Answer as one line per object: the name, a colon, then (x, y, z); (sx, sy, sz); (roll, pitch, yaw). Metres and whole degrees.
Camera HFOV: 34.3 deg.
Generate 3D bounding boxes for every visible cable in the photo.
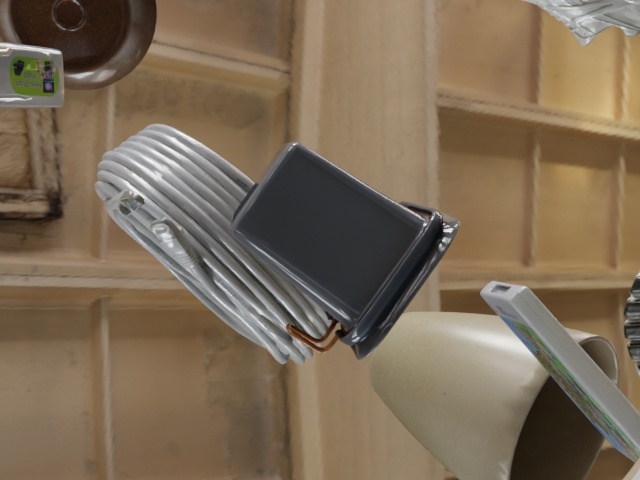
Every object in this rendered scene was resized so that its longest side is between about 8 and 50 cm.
cable: (-0.091, 0.004, 0.930); (0.089, 0.257, 0.257); (-49, -60, -10)

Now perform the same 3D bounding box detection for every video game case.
video game case: (0.234, 0.124, 0.949); (0.023, 0.193, 0.212); (-42, -92, 1)
video game case: (-0.411, -0.145, 0.936); (0.244, 0.269, 0.061); (-21, -70, -74)

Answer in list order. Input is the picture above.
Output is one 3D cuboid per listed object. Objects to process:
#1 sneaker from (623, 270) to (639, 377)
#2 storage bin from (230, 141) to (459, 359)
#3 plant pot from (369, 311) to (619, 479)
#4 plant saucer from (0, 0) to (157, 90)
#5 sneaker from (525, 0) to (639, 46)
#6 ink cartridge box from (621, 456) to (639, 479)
sneaker: (0.266, 0.076, 0.735); (0.094, 0.081, 0.209); (-31, -57, -53)
storage bin: (0.000, 0.000, 0.548); (0.091, 0.135, 0.098); (35, -88, -5)
plant pot: (0.208, 0.201, 1.372); (0.256, 0.274, 0.256); (-23, -58, -41)
plant saucer: (-0.298, -0.275, 1.247); (0.036, 0.198, 0.199); (-91, -24, -70)
sneaker: (0.386, -0.354, 1.579); (0.090, 0.232, 0.115); (-45, -38, -57)
ink cartridge box: (0.296, 0.126, 0.560); (0.193, 0.088, 0.235); (38, -89, -19)
